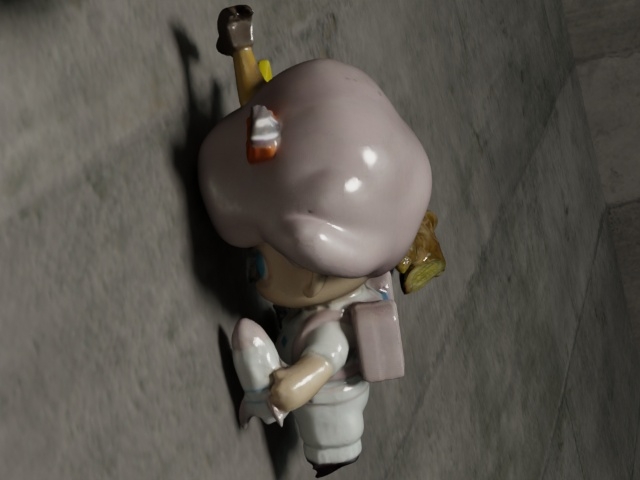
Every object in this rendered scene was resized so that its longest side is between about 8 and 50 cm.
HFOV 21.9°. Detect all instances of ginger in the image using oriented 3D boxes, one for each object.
[{"bbox_3d":[0.073,0.009,1.168,0.097,0.030,0.048,-57,132,-65],"label":"ginger"}]

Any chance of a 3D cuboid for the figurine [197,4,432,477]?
[{"bbox_3d":[0.000,0.000,0.802,0.137,0.111,0.229,-68,154,-71],"label":"figurine"}]
